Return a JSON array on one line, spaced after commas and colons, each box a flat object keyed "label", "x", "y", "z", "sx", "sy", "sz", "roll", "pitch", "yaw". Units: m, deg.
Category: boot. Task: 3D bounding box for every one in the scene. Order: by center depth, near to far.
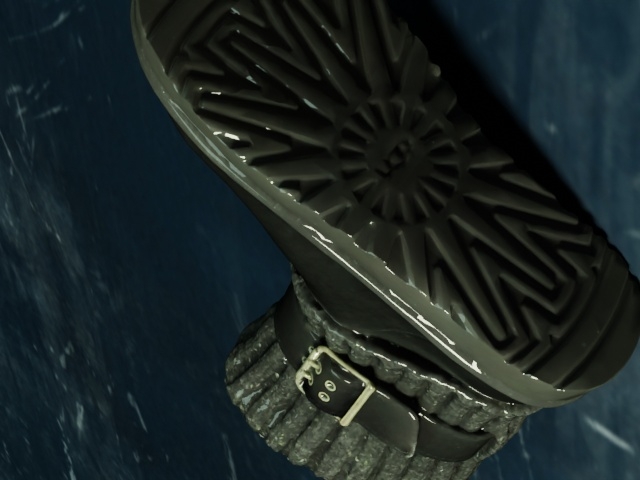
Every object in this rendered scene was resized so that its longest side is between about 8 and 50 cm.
[{"label": "boot", "x": -0.002, "y": 0.003, "z": 1.053, "sx": 0.348, "sy": 0.131, "sz": 0.260, "roll": 47, "pitch": 152, "yaw": 0}]
